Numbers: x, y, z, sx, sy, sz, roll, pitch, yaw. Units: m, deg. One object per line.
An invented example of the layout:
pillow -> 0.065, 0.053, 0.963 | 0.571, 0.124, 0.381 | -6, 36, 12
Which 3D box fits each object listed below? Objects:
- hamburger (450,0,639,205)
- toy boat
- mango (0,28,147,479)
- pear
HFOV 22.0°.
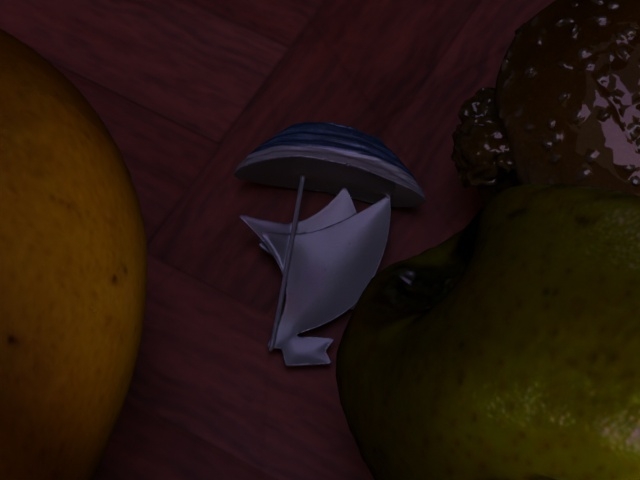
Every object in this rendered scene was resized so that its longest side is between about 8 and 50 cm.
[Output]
hamburger -> 0.182, -0.063, 0.908 | 0.215, 0.122, 0.189 | -24, 64, -11
toy boat -> 0.010, -0.006, 0.925 | 0.105, 0.034, 0.149 | -12, 59, -4
mango -> -0.218, 0.066, 0.783 | 0.263, 0.221, 0.378 | 3, 68, -2
pear -> 0.127, 0.078, 0.756 | 0.255, 0.238, 0.164 | 24, 68, 12
